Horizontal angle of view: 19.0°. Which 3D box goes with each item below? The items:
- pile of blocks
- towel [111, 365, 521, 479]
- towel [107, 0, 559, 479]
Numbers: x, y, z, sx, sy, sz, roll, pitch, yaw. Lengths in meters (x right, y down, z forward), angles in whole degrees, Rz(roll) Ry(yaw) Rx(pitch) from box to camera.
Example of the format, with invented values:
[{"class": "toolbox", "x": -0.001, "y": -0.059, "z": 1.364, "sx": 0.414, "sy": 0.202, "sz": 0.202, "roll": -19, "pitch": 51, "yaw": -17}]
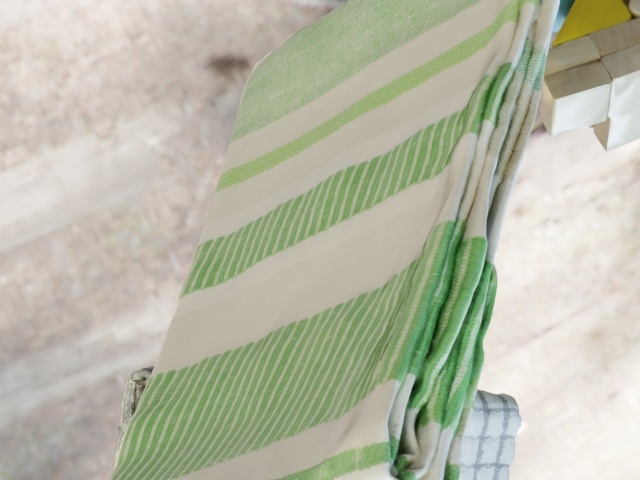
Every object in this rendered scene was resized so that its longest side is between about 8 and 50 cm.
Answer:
[{"class": "pile of blocks", "x": 0.228, "y": -0.203, "z": 1.356, "sx": 0.362, "sy": 0.149, "sz": 0.112, "roll": -54, "pitch": 159, "yaw": -26}, {"class": "towel", "x": -0.021, "y": 0.205, "z": 1.129, "sx": 0.235, "sy": 0.121, "sz": 0.283, "roll": 8, "pitch": 90, "yaw": -39}, {"class": "towel", "x": 0.000, "y": 0.000, "z": 0.852, "sx": 0.038, "sy": 0.325, "sz": 0.248, "roll": 35, "pitch": 142, "yaw": -25}]
